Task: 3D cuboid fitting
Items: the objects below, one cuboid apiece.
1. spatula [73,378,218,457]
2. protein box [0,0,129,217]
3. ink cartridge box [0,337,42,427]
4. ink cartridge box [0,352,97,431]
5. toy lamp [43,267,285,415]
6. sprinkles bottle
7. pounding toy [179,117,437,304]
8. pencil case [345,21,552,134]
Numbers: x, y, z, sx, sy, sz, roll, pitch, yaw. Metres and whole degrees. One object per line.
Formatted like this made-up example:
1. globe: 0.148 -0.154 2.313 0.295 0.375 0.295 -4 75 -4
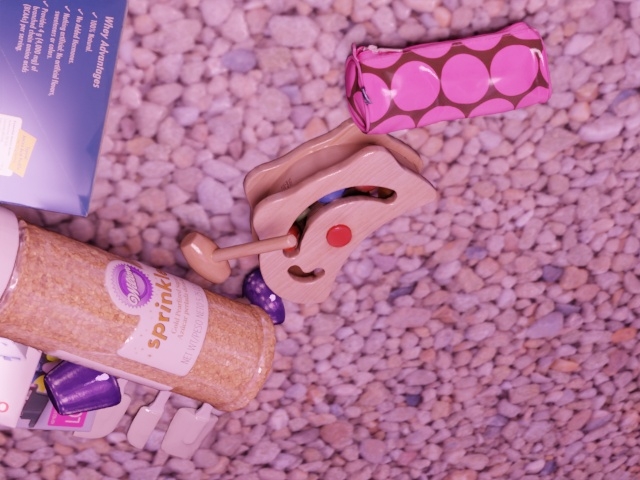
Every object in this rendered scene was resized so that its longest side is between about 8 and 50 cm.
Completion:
1. spatula: -0.180 0.173 1.583 0.168 0.019 0.242 19 121 -23
2. protein box: -0.299 -0.138 1.149 0.201 0.136 0.199 10 93 -23
3. ink cartridge box: -0.355 0.082 1.341 0.140 0.082 0.190 19 83 -22
4. ink cartridge box: -0.391 0.127 1.452 0.311 0.065 0.186 8 126 -20
5. toy lamp: -0.172 0.116 1.439 0.275 0.080 0.080 -25 134 -19
6. sprinkles bottle: -0.215 0.069 1.282 0.355 0.121 0.121 24 119 -34
7. pounding toy: 0.000 0.000 1.394 0.269 0.155 0.154 -27 127 7
8. pencil case: 0.131 -0.171 1.337 0.209 0.095 0.098 -12 111 -10
